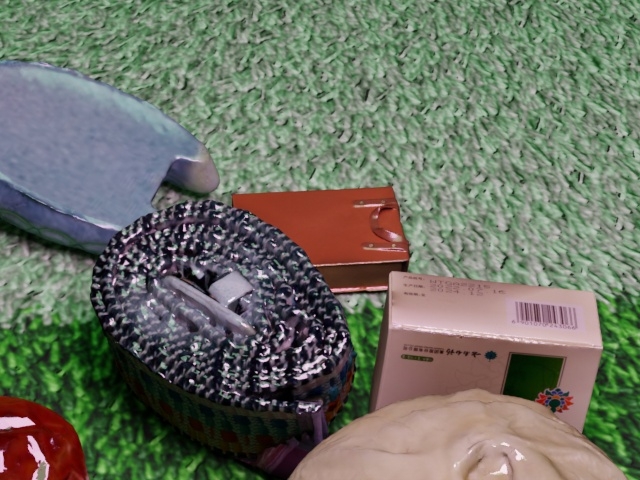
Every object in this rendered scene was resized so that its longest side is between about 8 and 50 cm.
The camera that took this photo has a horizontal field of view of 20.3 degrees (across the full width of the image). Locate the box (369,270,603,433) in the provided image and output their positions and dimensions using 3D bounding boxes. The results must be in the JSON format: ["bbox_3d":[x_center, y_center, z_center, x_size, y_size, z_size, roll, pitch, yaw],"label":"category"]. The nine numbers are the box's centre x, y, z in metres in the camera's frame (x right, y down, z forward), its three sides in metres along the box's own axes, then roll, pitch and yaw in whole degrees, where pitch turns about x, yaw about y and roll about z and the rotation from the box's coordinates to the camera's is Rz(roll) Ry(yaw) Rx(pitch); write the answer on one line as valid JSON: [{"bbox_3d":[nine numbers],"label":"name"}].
[{"bbox_3d":[0.161,0.131,1.786,0.212,0.168,0.095,5,38,-2],"label":"box"}]

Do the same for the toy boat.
[{"bbox_3d":[-0.287,-0.079,2.018,0.330,0.123,0.215,22,51,-1],"label":"toy boat"}]

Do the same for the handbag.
[{"bbox_3d":[0.000,0.000,1.990,0.190,0.062,0.127,-2,42,-7],"label":"handbag"}]

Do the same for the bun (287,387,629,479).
[{"bbox_3d":[0.135,0.273,1.603,0.364,0.202,0.364,4,44,-4],"label":"bun"}]

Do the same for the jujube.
[{"bbox_3d":[-0.335,0.226,1.609,0.250,0.174,0.174,-7,44,-20],"label":"jujube"}]

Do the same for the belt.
[{"bbox_3d":[-0.084,0.098,1.790,0.295,0.160,0.207,26,64,22],"label":"belt"}]
